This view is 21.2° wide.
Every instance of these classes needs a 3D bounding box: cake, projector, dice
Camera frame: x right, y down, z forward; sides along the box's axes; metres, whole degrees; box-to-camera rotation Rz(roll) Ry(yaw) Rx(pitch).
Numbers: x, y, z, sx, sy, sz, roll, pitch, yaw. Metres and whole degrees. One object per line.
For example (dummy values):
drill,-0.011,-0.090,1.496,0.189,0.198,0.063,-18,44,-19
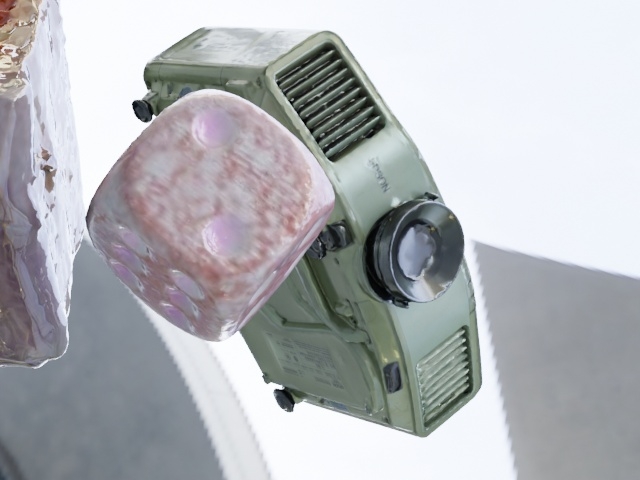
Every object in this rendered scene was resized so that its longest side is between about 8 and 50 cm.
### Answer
cake,-0.325,-0.055,1.206,0.237,0.308,0.230,-88,179,-60
projector,0.000,0.000,1.072,0.088,0.269,0.193,-38,-152,-29
dice,-0.055,-0.012,0.848,0.094,0.093,0.091,38,-112,6
